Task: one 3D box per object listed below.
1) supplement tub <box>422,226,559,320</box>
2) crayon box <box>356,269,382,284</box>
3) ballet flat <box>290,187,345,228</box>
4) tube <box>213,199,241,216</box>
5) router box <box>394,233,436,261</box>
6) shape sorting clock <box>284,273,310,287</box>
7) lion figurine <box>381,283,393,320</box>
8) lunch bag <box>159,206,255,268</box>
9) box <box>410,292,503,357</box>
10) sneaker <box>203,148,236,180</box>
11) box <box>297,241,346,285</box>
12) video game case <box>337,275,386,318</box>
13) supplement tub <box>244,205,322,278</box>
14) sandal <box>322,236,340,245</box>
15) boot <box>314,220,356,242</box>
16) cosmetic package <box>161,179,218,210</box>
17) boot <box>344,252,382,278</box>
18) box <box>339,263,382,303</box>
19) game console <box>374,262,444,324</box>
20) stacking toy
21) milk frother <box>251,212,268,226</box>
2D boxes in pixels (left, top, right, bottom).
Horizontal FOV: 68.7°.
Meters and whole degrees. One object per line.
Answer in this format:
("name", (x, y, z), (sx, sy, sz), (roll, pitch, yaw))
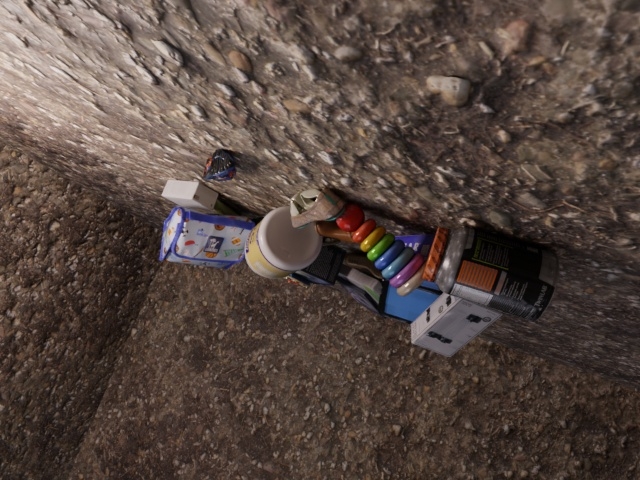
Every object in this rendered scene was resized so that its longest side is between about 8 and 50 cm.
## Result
("supplement tub", (0.451, 0.080, 1.269), (0.316, 0.193, 0.193), (18, 169, 12))
("crayon box", (0.301, 0.229, 2.497), (0.165, 0.081, 0.278), (12, 166, 34))
("ballet flat", (-0.033, -0.112, 1.487), (0.106, 0.107, 0.316), (45, 155, -17))
("tube", (-0.439, -0.136, 2.117), (0.070, 0.062, 0.240), (-28, 150, 9))
("router box", (0.391, 0.077, 1.634), (0.301, 0.082, 0.335), (25, 168, -23))
("shape sorting clock", (-0.143, 0.183, 2.228), (0.206, 0.040, 0.206), (20, 170, 4))
("lion figurine", (0.452, 0.297, 2.400), (0.240, 0.142, 0.392), (-17, 153, 6))
("lunch bag", (-0.496, -0.015, 2.034), (0.328, 0.239, 0.385), (9, 158, -29))
("box", (0.456, 0.271, 1.602), (0.169, 0.087, 0.290), (22, 130, -13))
("sneaker", (-0.297, -0.226, 1.442), (0.087, 0.083, 0.221), (10, 179, -25))
("box", (-0.090, 0.080, 2.223), (0.294, 0.182, 0.296), (26, 167, -21))
("video game case", (0.202, 0.280, 2.298), (0.196, 0.026, 0.274), (28, 167, 43))
("supplement tub", (-0.156, 0.019, 1.806), (0.241, 0.241, 0.331), (23, 160, -16))
("sandal", (0.000, 0.000, 2.008), (0.180, 0.049, 0.072), (-2, -177, 33))
("boot", (0.086, -0.034, 1.675), (0.152, 0.073, 0.197), (11, 176, 40))
("cosmetic package", (-0.551, -0.193, 1.973), (0.231, 0.085, 0.117), (8, 164, 39))
("boot", (0.233, 0.109, 2.129), (0.248, 0.090, 0.207), (17, 180, 8))
("box", (0.210, 0.217, 2.223), (0.322, 0.058, 0.232), (26, 165, 50))
("game console", (0.336, 0.210, 1.704), (0.293, 0.173, 0.250), (14, 168, 25))
("stacking toy", (0.183, 0.010, 1.429), (0.330, 0.141, 0.141), (45, 169, 4))
("milk frother", (-0.237, -0.039, 2.020), (0.129, 0.134, 0.143), (-11, 171, -2))
